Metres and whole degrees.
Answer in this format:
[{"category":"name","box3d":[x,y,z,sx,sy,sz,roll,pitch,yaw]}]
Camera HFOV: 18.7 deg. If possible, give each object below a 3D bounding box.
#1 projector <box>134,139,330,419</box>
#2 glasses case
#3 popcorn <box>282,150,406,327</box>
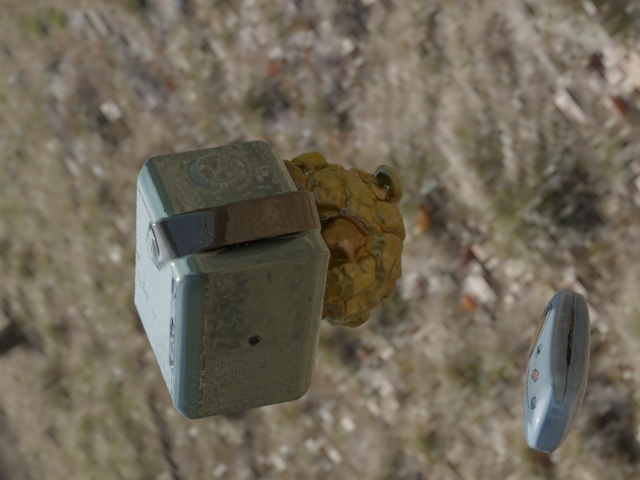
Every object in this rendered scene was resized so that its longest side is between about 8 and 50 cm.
[{"category":"projector","box3d":[-0.090,0.029,1.903,0.242,0.163,0.177,96,155,-44]},{"category":"glasses case","box3d":[0.195,0.105,1.599,0.045,0.178,0.067,18,122,0]},{"category":"popcorn","box3d":[0.016,-0.004,2.089,0.194,0.163,0.140,62,145,20]}]
